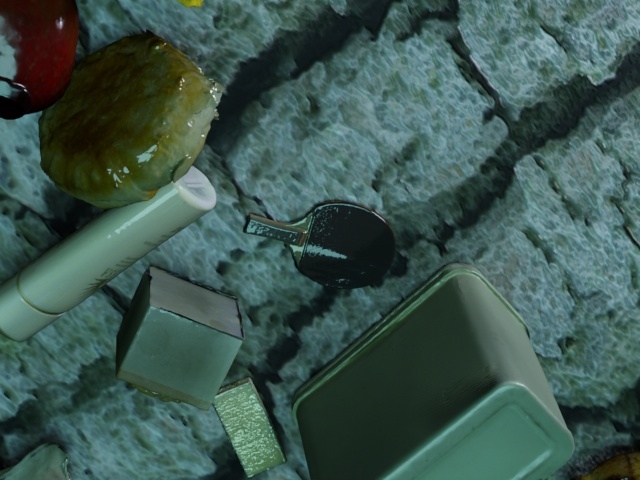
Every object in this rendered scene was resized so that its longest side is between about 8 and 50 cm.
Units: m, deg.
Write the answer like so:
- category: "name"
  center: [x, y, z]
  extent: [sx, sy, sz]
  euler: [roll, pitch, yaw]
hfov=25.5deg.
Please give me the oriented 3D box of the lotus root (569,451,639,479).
- category: "lotus root"
  center: [0.491, 0.392, 2.132]
  extent: [0.260, 0.128, 0.145]
  euler: [8, 121, -7]

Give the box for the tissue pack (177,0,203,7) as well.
- category: "tissue pack"
  center: [-0.169, -0.513, 1.656]
  extent: [0.293, 0.228, 0.382]
  euler: [31, 108, -13]

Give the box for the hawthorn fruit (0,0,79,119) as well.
- category: "hawthorn fruit"
  center: [-0.400, -0.273, 1.752]
  extent: [0.215, 0.215, 0.250]
  euler: [13, 100, -10]

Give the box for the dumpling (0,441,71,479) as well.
- category: "dumpling"
  center: [-0.452, 0.397, 2.037]
  extent: [0.142, 0.172, 0.247]
  euler: [27, 103, 18]

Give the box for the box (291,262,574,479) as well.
- category: "box"
  center: [0.146, 0.250, 1.930]
  extent: [0.352, 0.344, 0.177]
  euler: [-40, 112, 10]

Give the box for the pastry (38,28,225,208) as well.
- category: "pastry"
  center: [-0.244, -0.147, 1.800]
  extent: [0.236, 0.257, 0.121]
  euler: [-47, 137, 0]

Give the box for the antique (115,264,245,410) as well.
- category: "antique"
  center: [-0.201, 0.139, 1.959]
  extent: [0.146, 0.152, 0.148]
  euler: [21, 106, -14]

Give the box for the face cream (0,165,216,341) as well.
- category: "face cream"
  center: [-0.305, 0.020, 1.896]
  extent: [0.348, 0.173, 0.081]
  euler: [-35, 86, 9]

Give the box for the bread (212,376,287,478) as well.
- category: "bread"
  center: [-0.106, 0.277, 2.088]
  extent: [0.068, 0.028, 0.154]
  euler: [-22, 111, 4]

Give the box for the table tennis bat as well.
- category: "table tennis bat"
  center: [0.000, 0.000, 1.991]
  extent: [0.220, 0.019, 0.130]
  euler: [14, 109, -12]
